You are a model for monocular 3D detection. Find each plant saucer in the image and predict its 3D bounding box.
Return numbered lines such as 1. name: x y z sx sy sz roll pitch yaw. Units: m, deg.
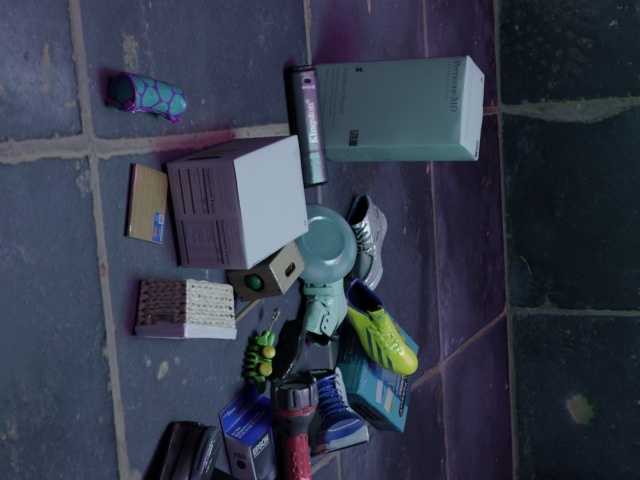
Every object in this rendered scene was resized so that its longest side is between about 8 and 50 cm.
1. plant saucer: 0.000 0.000 2.041 0.195 0.037 0.194 9 66 -22

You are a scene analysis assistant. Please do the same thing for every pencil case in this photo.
1. pencil case: -0.293 -0.243 1.566 0.152 0.065 0.070 -2 76 -63

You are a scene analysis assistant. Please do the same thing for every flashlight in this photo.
1. flashlight: -0.043 0.431 1.878 0.103 0.103 0.303 -23 110 -62

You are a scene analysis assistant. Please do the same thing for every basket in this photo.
1. basket: -0.236 0.124 1.627 0.167 0.113 0.103 14 75 -63

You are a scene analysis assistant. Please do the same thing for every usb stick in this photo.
1. usb stick: -0.029 -0.258 2.085 0.077 0.045 0.277 -10 101 -18

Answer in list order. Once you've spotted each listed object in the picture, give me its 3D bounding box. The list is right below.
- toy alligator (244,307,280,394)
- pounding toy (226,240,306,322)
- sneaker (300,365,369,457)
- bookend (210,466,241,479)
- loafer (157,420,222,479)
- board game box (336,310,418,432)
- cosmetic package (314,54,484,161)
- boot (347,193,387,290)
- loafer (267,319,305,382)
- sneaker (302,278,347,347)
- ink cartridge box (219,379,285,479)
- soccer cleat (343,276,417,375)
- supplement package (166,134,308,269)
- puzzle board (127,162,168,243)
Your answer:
1. toy alligator: -0.126 0.226 1.915 0.051 0.056 0.189 16 71 -20
2. pounding toy: -0.118 0.082 1.862 0.100 0.130 0.141 65 34 -20
3. sneaker: 0.010 0.375 2.042 0.315 0.128 0.182 130 -55 -79
4. bookend: -0.182 0.516 1.753 0.157 0.156 0.072 -52 -169 51
5. loafer: -0.266 0.461 1.613 0.109 0.095 0.302 84 24 -59
6. board game box: 0.151 0.335 2.424 0.336 0.079 0.253 49 48 -53
7. cosmetic package: 0.175 -0.300 2.135 0.156 0.385 0.217 20 72 -62
8. boot: 0.102 0.005 2.335 0.123 0.095 0.258 52 36 -42
9. loafer: -0.068 0.256 2.017 0.061 0.062 0.170 71 33 -41
10. sneaker: -0.003 0.128 2.098 0.151 0.094 0.255 -66 146 -47
11. ink cartridge box: -0.116 0.470 1.917 0.165 0.065 0.332 -41 125 -56
12. soccer cleat: 0.140 0.211 2.231 0.093 0.121 0.289 -40 90 -30
13. supplement package: -0.150 -0.079 1.749 0.262 0.145 0.203 -34 121 -61
14. puzzle board: -0.303 -0.063 1.605 0.096 0.011 0.128 18 74 -63
